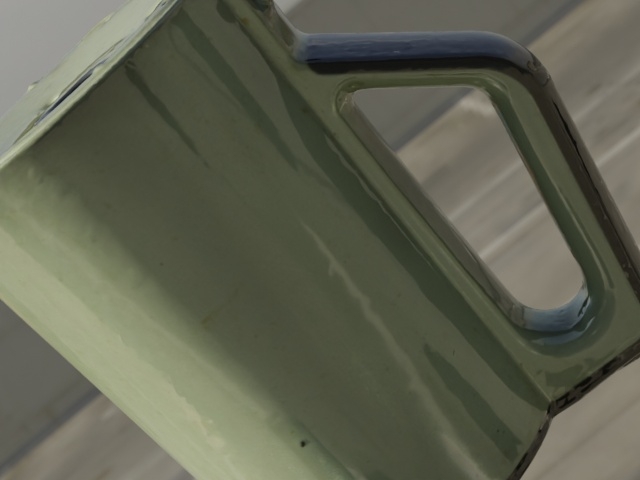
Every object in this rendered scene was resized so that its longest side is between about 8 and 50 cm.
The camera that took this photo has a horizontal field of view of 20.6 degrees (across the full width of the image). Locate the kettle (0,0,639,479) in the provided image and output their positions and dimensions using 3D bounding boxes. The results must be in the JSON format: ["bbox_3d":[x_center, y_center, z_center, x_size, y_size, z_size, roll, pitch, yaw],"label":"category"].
[{"bbox_3d":[0.000,0.000,1.129,0.361,0.377,0.250,-38,15,13],"label":"kettle"}]
